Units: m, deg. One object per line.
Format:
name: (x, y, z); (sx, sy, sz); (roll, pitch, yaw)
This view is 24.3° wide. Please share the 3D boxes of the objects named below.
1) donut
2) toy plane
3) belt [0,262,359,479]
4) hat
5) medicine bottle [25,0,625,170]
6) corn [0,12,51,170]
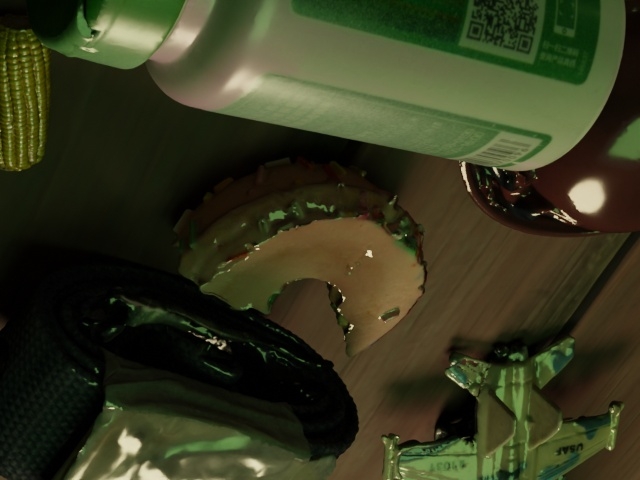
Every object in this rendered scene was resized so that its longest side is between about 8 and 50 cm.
donut: (0.000, 0.000, 0.877); (0.117, 0.065, 0.166); (-43, 136, 22)
toy plane: (0.131, 0.192, 1.109); (0.192, 0.088, 0.262); (-5, 120, -17)
belt: (-0.086, 0.093, 0.877); (0.230, 0.139, 0.126); (21, 123, -36)
hat: (0.186, -0.063, 0.880); (0.205, 0.089, 0.205); (-12, 138, -12)
medicine bottle: (0.004, -0.116, 0.708); (0.274, 0.133, 0.133); (8, 130, -32)
corn: (-0.154, -0.074, 0.752); (0.037, 0.037, 0.092); (-5, 133, -21)
